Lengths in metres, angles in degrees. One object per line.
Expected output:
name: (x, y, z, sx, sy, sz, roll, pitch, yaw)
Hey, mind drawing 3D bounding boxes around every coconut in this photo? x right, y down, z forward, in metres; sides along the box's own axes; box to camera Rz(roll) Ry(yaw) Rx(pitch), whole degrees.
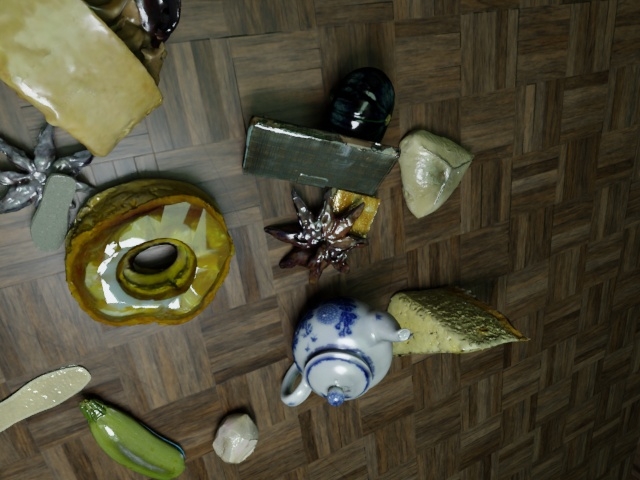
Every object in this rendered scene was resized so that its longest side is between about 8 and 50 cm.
coconut: (-0.214, 0.505, 1.113, 0.110, 0.110, 0.125, 17, 103, -29)

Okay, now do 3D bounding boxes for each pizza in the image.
pizza: (0.089, -0.070, 1.098, 0.134, 0.046, 0.175, -23, 116, -15)

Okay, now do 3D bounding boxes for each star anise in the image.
star anise: (0.000, 0.000, 1.028, 0.271, 0.103, 0.272, -3, 115, -7)
star anise: (-0.511, -0.122, 0.783, 0.204, 0.061, 0.181, -17, 114, -19)

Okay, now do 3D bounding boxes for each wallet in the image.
wallet: (-0.005, -0.177, 0.928, 0.316, 0.169, 0.044, 8, 61, -13)

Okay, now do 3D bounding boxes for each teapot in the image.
teapot: (0.049, 0.283, 1.052, 0.424, 0.280, 0.252, -38, 110, 27)

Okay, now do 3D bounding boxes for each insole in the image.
insole: (-0.497, -0.047, 0.798, 0.063, 0.010, 0.192, 6, 131, -40)
insole: (-0.621, 0.344, 0.918, 0.247, 0.011, 0.081, -29, 118, -14)

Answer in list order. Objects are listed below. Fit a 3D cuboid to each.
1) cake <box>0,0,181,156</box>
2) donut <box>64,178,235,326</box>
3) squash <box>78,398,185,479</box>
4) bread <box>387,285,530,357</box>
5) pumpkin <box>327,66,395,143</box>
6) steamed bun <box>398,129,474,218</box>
cake: (-0.351, -0.340, 0.645, 0.332, 0.332, 0.321, 44, 79, -30)
donut: (-0.333, 0.040, 0.869, 0.329, 0.160, 0.330, -12, 120, -21)
squash: (-0.446, 0.475, 1.006, 0.094, 0.094, 0.341, -40, 122, -8)
bread: (0.353, 0.291, 1.211, 0.248, 0.315, 0.279, 2, 116, -25)
pumpkin: (0.090, -0.283, 0.957, 0.149, 0.194, 0.194, 1, 109, 4)
steamed bun: (0.293, -0.186, 1.124, 0.212, 0.110, 0.231, 36, 87, -30)
